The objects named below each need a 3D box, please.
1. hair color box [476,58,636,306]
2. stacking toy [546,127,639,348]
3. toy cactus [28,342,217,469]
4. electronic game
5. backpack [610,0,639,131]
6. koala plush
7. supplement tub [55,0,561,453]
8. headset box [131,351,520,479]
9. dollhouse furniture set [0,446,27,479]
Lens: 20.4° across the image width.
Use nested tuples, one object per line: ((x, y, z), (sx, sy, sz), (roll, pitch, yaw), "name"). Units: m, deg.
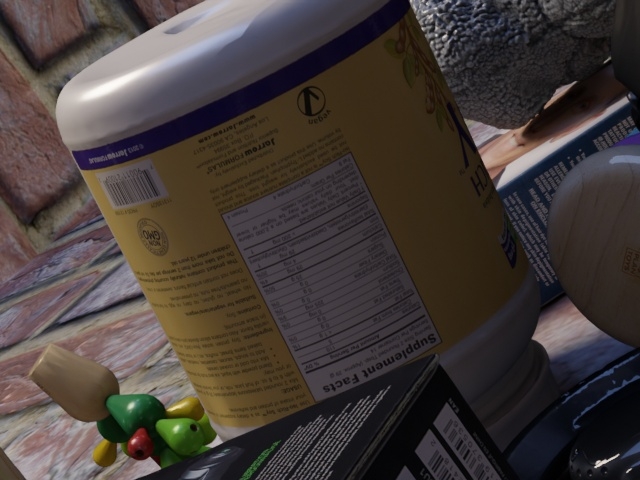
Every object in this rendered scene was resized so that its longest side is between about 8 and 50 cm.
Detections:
((0.177, -0.032, 1.431), (0.347, 0.105, 0.174), (-33, 12, 5), "hair color box")
((0.287, -0.055, 1.213), (0.141, 0.141, 0.330), (-23, 9, 43), "stacking toy")
((-0.164, 0.156, 1.482), (0.112, 0.180, 0.219), (-57, 9, -5), "toy cactus")
((0.180, 0.114, 0.983), (0.229, 0.048, 0.229), (-33, 10, 7), "electronic game")
((0.373, -0.165, 1.021), (0.355, 0.273, 0.290), (6, 14, -3), "backpack")
((0.194, -0.196, 1.364), (0.221, 0.196, 0.203), (-18, 32, 50), "koala plush")
((0.000, 0.000, 1.171), (0.241, 0.331, 0.241), (-25, 14, 7), "supplement tub")
((-0.019, 0.211, 0.661), (0.283, 0.246, 0.131), (-25, 15, 38), "headset box")
((-0.502, 0.284, 1.674), (0.394, 0.256, 0.362), (-32, 12, 14), "dollhouse furniture set")
